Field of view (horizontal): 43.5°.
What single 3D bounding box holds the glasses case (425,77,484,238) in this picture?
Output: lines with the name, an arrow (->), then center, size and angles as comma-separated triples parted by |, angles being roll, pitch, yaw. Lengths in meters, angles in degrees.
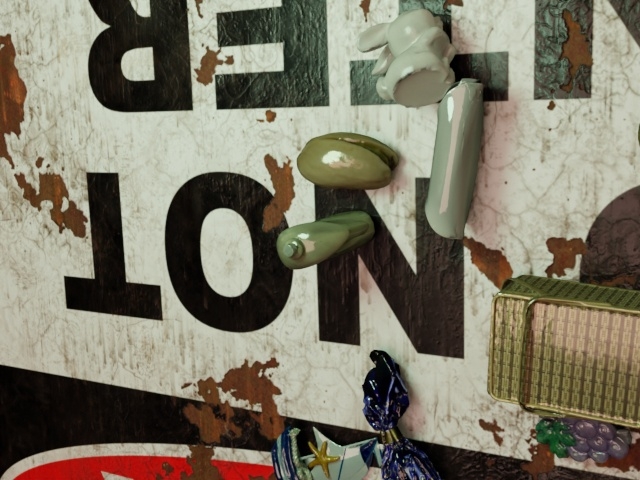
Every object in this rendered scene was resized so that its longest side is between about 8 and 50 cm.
glasses case -> 0.267, -0.165, 1.581 | 0.083, 0.128, 0.308 | 10, 104, 18

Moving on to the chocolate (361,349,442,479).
chocolate -> 0.157, 0.410, 1.764 | 0.148, 0.126, 0.343 | 149, 103, -71

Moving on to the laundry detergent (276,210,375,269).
laundry detergent -> 0.000, 0.000, 1.689 | 0.181, 0.253, 0.091 | -15, 91, 30

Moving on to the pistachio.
pistachio -> 0.053, -0.166, 1.711 | 0.226, 0.136, 0.136 | 7, 103, 20

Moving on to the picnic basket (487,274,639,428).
picnic basket -> 0.473, 0.203, 1.511 | 0.313, 0.175, 0.228 | 8, 104, 28

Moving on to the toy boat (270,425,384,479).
toy boat -> 0.032, 0.523, 1.896 | 0.291, 0.067, 0.220 | -20, 90, 19

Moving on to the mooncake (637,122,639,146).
mooncake -> 0.747, -0.152, 1.251 | 0.467, 0.262, 0.467 | 5, 99, 29

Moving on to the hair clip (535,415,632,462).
hair clip -> 0.520, 0.382, 1.600 | 0.195, 0.052, 0.124 | -11, 99, 37

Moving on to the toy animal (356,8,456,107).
toy animal -> 0.173, -0.356, 1.578 | 0.178, 0.127, 0.193 | -29, 55, 18
